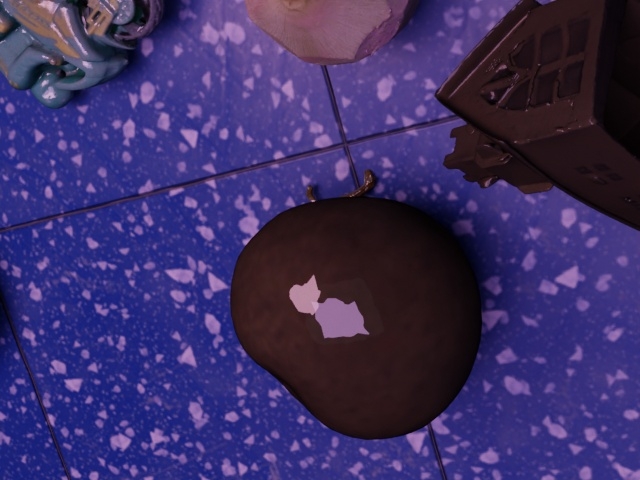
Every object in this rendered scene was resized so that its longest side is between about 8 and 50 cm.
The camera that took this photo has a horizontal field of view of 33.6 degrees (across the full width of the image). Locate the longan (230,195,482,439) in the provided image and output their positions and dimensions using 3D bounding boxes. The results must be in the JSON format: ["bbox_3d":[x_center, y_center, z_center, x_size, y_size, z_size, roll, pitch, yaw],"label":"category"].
[{"bbox_3d":[0.041,0.075,1.021,0.246,0.215,0.246,6,102,30],"label":"longan"}]

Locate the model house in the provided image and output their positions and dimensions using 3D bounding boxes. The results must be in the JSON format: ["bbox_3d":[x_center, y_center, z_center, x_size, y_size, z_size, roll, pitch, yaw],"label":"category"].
[{"bbox_3d":[0.212,-0.118,0.926,0.243,0.211,0.204,-12,59,52],"label":"model house"}]

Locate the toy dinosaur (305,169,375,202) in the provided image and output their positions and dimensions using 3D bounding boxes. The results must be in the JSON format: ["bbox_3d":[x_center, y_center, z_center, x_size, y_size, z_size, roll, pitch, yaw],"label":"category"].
[{"bbox_3d":[-0.011,-0.010,1.114,0.058,0.037,0.180,39,116,11],"label":"toy dinosaur"}]

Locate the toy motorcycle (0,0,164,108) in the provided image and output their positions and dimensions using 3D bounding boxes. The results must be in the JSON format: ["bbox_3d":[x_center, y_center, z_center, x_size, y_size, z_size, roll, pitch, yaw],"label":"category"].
[{"bbox_3d":[-0.303,-0.244,1.126,0.296,0.109,0.198,24,124,11],"label":"toy motorcycle"}]

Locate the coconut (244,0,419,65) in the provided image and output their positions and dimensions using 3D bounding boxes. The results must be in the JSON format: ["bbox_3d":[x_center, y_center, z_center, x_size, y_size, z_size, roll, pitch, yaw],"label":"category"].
[{"bbox_3d":[0.012,-0.243,0.945,0.171,0.183,0.171,7,112,17],"label":"coconut"}]
